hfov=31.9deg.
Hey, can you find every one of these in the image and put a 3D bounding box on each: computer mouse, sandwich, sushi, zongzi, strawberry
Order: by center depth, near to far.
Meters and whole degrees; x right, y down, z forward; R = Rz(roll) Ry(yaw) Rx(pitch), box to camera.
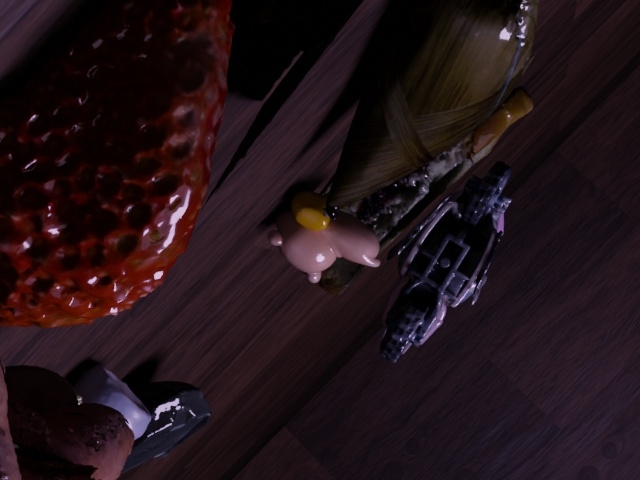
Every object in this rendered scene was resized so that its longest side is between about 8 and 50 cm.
[{"bbox_3d":[-0.108,-0.030,0.607,0.175,0.107,0.236,-36,166,-38],"label":"strawberry"},{"bbox_3d":[0.010,-0.173,0.680,0.290,0.050,0.264,-51,-171,21],"label":"sushi"},{"bbox_3d":[0.078,-0.125,0.952,0.242,0.112,0.221,-44,171,-2],"label":"zongzi"},{"bbox_3d":[0.093,-0.078,1.221,0.288,0.099,0.254,-42,176,-12],"label":"sandwich"},{"bbox_3d":[-0.207,0.211,1.266,0.126,0.071,0.231,-19,164,-39],"label":"computer mouse"}]

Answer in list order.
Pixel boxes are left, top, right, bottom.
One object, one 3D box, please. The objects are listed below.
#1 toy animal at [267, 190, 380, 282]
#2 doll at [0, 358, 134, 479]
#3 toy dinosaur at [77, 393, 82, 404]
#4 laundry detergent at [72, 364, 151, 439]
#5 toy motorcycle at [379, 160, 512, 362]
[{"bbox_3d":[0.000,0.000,1.160,0.082,0.114,0.091,-58,-161,9],"label":"toy animal"},{"bbox_3d":[-0.197,0.101,0.635,0.303,0.201,0.156,-28,137,-72],"label":"doll"},{"bbox_3d":[-0.227,0.145,0.934,0.030,0.083,0.047,-51,-163,28],"label":"toy dinosaur"},{"bbox_3d":[-0.298,0.256,1.028,0.335,0.088,0.159,-44,170,-7],"label":"laundry detergent"},{"bbox_3d":[0.143,0.023,1.261,0.239,0.108,0.204,-44,177,6],"label":"toy motorcycle"}]
